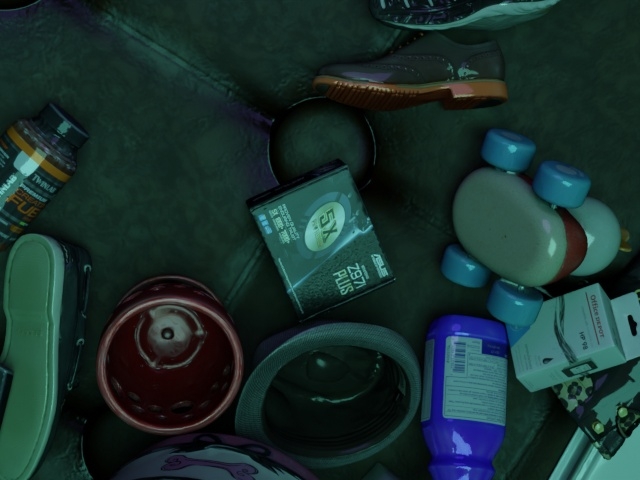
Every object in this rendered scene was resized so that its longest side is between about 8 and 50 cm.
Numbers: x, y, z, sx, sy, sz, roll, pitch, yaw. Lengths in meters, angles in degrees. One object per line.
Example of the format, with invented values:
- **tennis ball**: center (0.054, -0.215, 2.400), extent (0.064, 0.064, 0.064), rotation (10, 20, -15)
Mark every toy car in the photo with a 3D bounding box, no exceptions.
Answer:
- **toy car**: center (0.325, -0.018, 1.725), extent (0.238, 0.210, 0.219), rotation (1, 116, -37)

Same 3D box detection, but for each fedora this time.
- **fedora**: center (0.001, 0.191, 1.708), extent (0.275, 0.124, 0.244), rotation (1, 118, -21)

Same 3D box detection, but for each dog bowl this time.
- **dog bowl**: center (-0.134, 0.425, 1.608), extent (0.408, 0.150, 0.408), rotation (7, 121, 11)

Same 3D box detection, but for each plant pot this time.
- **plant pot**: center (-0.203, 0.147, 1.663), extent (0.191, 0.174, 0.191), rotation (-1, 100, -8)

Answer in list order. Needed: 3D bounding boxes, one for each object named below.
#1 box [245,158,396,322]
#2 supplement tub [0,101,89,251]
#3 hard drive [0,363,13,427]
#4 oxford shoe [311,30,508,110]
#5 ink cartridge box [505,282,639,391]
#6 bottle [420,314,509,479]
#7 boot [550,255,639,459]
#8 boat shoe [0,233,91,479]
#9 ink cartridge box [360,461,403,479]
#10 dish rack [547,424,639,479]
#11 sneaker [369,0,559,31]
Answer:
- **box**: center (0.000, 0.000, 1.712), extent (0.147, 0.077, 0.180), rotation (-24, 102, -3)
- **supplement tub**: center (-0.395, -0.088, 1.629), extent (0.106, 0.106, 0.198), rotation (41, 93, -13)
- **hard drive**: center (-0.532, 0.201, 1.648), extent (0.254, 0.054, 0.172), rotation (17, 99, 15)
- **oxford shoe**: center (0.120, -0.233, 1.689), extent (0.271, 0.097, 0.098), rotation (0, 82, -13)
- **ink cartridge box**: center (0.354, 0.129, 1.712), extent (0.180, 0.104, 0.060), rotation (-22, 142, 21)
- **bottle**: center (0.200, 0.249, 1.724), extent (0.118, 0.092, 0.283), rotation (10, 72, -19)
- **boot**: center (0.498, 0.206, 1.723), extent (0.284, 0.138, 0.377), rotation (-39, 66, 5)
- **boat shoe**: center (-0.372, 0.160, 1.679), extent (0.127, 0.113, 0.340), rotation (5, 92, 30)
- **ink cartridge box**: center (0.127, 0.413, 1.743), extent (0.148, 0.203, 0.086), rotation (40, 92, -13)
- **dish rack**: center (0.485, 0.396, 1.857), extent (0.285, 0.072, 0.333), rotation (27, 95, -11)
- **sneaker**: center (0.198, -0.317, 1.662), extent (0.271, 0.108, 0.100), rotation (-7, 71, -9)
